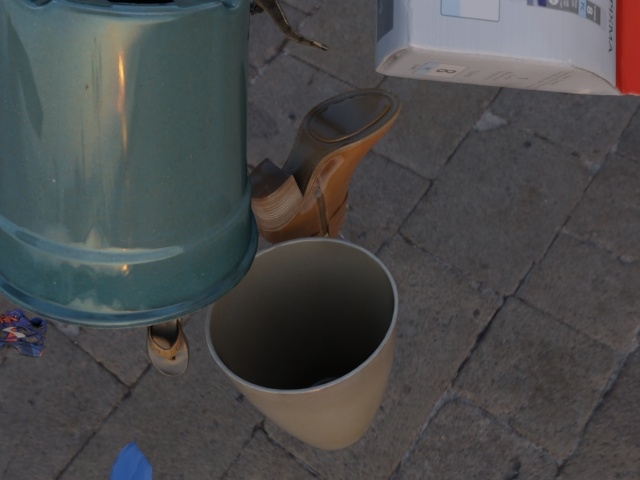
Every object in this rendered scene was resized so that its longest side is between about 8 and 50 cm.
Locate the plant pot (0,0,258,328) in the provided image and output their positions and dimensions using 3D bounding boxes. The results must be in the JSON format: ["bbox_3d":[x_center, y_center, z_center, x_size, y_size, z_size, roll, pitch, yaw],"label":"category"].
[{"bbox_3d":[-0.220,-0.140,0.721,0.341,0.334,0.341,7,40,-6],"label":"plant pot"}]

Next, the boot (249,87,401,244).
[{"bbox_3d":[0.023,-0.089,1.038,0.283,0.220,0.109,-44,58,-11],"label":"boot"}]

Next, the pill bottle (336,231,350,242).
[{"bbox_3d":[0.000,0.000,1.230,0.078,0.137,0.078,-12,61,22],"label":"pill bottle"}]

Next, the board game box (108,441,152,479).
[{"bbox_3d":[-0.401,0.524,1.431,0.168,0.033,0.133,26,91,48],"label":"board game box"}]

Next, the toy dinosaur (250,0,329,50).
[{"bbox_3d":[-0.102,-0.373,0.962,0.118,0.268,0.064,9,57,47],"label":"toy dinosaur"}]

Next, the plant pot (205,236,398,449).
[{"bbox_3d":[-0.003,0.182,0.951,0.256,0.274,0.257,-7,44,7],"label":"plant pot"}]

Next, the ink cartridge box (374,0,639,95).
[{"bbox_3d":[0.240,-0.290,0.578,0.384,0.091,0.308,1,88,-13],"label":"ink cartridge box"}]

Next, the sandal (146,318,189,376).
[{"bbox_3d":[-0.313,0.192,1.354,0.089,0.219,0.060,2,24,-12],"label":"sandal"}]

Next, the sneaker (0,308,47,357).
[{"bbox_3d":[-0.647,0.176,1.341,0.083,0.221,0.087,18,81,23],"label":"sneaker"}]
